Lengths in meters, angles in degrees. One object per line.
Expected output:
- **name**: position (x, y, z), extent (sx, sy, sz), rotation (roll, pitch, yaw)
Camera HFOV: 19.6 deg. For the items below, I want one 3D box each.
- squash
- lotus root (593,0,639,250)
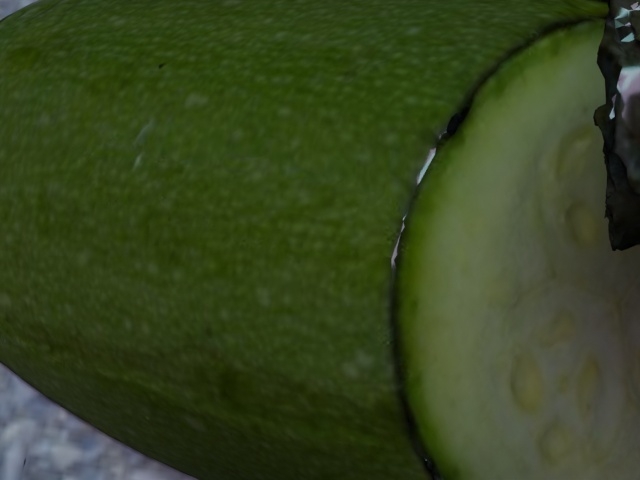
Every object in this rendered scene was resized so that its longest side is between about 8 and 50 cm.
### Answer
- **squash**: position (0.000, 0.000, 0.635), extent (0.260, 0.189, 0.189), rotation (7, 64, 48)
- **lotus root**: position (0.250, -0.086, 0.465), extent (0.397, 0.179, 0.196), rotation (-18, 98, -4)
